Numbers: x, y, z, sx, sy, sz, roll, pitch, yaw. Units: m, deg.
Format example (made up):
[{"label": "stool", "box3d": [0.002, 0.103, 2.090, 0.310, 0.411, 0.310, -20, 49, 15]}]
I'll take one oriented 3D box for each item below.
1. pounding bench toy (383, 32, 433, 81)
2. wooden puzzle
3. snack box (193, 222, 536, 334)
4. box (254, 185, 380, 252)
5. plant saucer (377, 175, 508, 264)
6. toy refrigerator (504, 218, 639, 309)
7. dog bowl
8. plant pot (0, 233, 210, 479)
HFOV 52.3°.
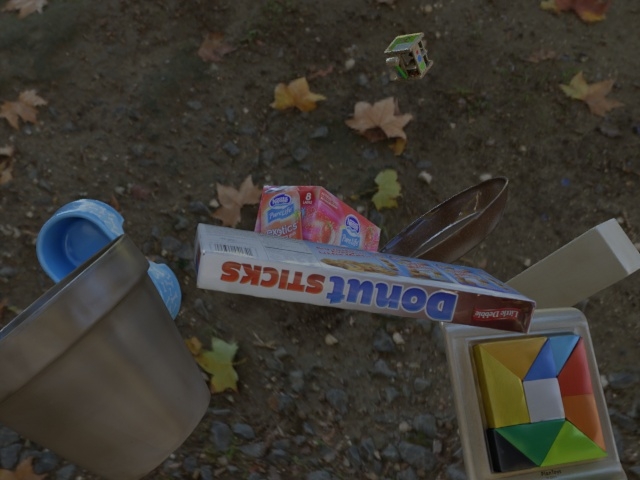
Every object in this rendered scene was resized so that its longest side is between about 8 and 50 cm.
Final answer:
[{"label": "pounding bench toy", "box3d": [0.142, -0.293, 1.085, 0.052, 0.065, 0.083, 5, 47, 40]}, {"label": "wooden puzzle", "box3d": [0.275, 0.202, 0.834, 0.221, 0.044, 0.238, -2, 69, -17]}, {"label": "snack box", "box3d": [0.022, 0.020, 0.354, 0.178, 0.064, 0.022, 9, 100, -14]}, {"label": "box", "box3d": [0.000, 0.000, 1.384, 0.142, 0.300, 0.154, 3, 75, 30]}, {"label": "plant saucer", "box3d": [0.143, -0.005, 0.771, 0.199, 0.198, 0.036, -36, 96, -9]}, {"label": "toy refrigerator", "box3d": [0.464, 0.074, 1.244, 0.094, 0.269, 0.102, -16, 70, -42]}, {"label": "dog bowl", "box3d": [-0.389, 0.061, 1.187, 0.166, 0.074, 0.297, -41, 96, 6]}, {"label": "plant pot", "box3d": [-0.325, 0.196, 0.967, 0.323, 0.323, 0.280, -41, 102, -11]}]
